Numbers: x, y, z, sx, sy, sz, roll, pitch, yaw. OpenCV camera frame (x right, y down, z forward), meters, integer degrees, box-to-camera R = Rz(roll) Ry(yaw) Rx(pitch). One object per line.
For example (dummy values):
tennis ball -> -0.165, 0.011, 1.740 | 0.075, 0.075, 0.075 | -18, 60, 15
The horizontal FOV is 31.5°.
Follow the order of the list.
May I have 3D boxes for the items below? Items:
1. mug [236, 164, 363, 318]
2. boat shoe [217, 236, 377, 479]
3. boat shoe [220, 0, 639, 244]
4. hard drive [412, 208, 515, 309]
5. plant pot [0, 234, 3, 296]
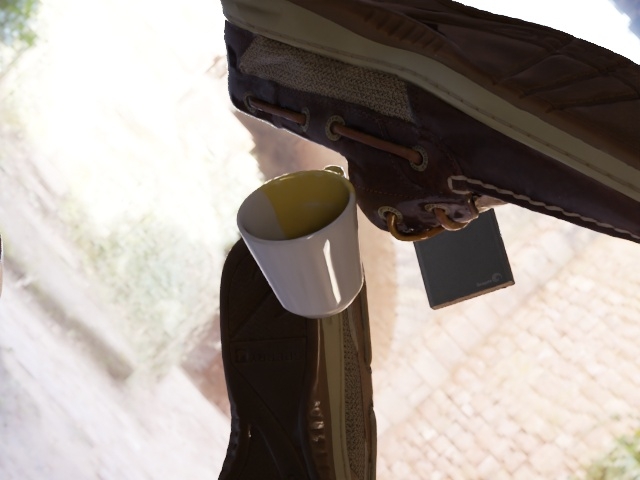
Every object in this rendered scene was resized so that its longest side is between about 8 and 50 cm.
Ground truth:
mug -> 0.000, 0.002, 0.597 | 0.062, 0.078, 0.064 | 31, -33, 47
boat shoe -> -0.004, 0.161, 0.827 | 0.121, 0.341, 0.110 | 1, -2, 35
boat shoe -> 0.068, -0.059, 0.631 | 0.342, 0.123, 0.123 | 28, 32, 32
hard drive -> 0.147, -0.002, 1.226 | 0.022, 0.094, 0.135 | 30, 44, -64
plant pot -> -0.501, 0.087, 1.293 | 0.291, 0.291, 0.203 | 46, -34, 33
